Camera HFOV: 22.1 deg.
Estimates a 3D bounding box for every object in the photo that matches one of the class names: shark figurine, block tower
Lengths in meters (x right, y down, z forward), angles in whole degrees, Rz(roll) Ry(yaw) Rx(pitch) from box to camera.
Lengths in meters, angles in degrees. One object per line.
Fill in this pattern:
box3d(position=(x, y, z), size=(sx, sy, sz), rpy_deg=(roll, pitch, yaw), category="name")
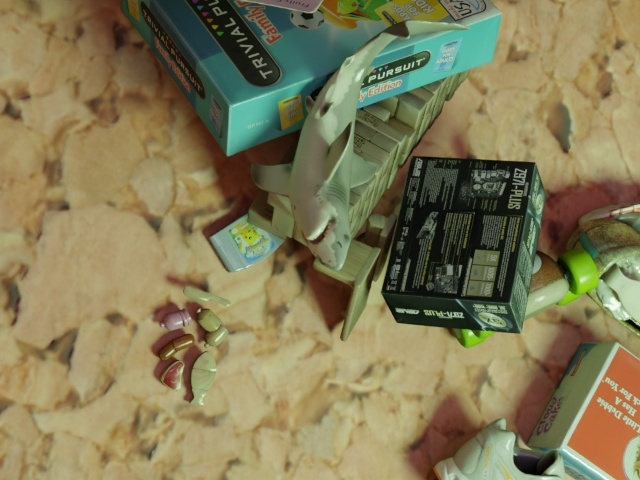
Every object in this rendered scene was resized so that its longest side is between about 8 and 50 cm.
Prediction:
box3d(position=(0.038, -0.111, 1.685), size=(0.116, 0.166, 0.278), rpy_deg=(21, 91, -41), category="shark figurine")
box3d(position=(0.060, -0.124, 1.826), size=(0.091, 0.097, 0.335), rpy_deg=(29, 56, 12), category="block tower")

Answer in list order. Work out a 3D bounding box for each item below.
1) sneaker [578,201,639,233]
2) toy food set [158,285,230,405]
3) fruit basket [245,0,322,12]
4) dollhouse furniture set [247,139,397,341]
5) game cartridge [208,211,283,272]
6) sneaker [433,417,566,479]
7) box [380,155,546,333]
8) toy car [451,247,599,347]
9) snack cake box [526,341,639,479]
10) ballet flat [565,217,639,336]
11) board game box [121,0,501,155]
box3d(position=(0.393, -0.015, 2.015), size=(0.158, 0.061, 0.064), rpy_deg=(-8, 95, -21), category="sneaker")
box3d(position=(-0.146, 0.115, 1.810), size=(0.078, 0.019, 0.122), rpy_deg=(20, 85, -18), category="toy food set")
box3d(position=(-0.108, -0.359, 1.690), size=(0.327, 0.165, 0.353), rpy_deg=(14, 34, 12), category="fruit basket")
box3d(position=(0.000, 0.000, 1.867), size=(0.151, 0.123, 0.144), rpy_deg=(25, 57, 10), category="dollhouse furniture set")
box3d(position=(-0.080, -0.002, 1.849), size=(0.083, 0.017, 0.056), rpy_deg=(-34, 101, -21), category="game cartridge")
box3d(position=(0.261, 0.312, 1.886), size=(0.262, 0.099, 0.121), rpy_deg=(40, 100, -14), category="sneaker")
box3d(position=(0.161, 0.003, 1.816), size=(0.147, 0.077, 0.180), rpy_deg=(3, 62, 19), category="box")
box3d(position=(0.204, 0.006, 1.902), size=(0.155, 0.149, 0.188), rpy_deg=(-23, 82, -12), category="toy car")
box3d(position=(0.399, 0.255, 1.972), size=(0.264, 0.089, 0.152), rpy_deg=(36, 75, -14), category="snack cake box")
box3d(position=(0.440, 0.099, 1.975), size=(0.349, 0.123, 0.123), rpy_deg=(35, 73, -19), category="ballet flat")
box3d(position=(-0.012, -0.252, 1.793), size=(0.336, 0.079, 0.253), rpy_deg=(-21, 55, -23), category="board game box")
